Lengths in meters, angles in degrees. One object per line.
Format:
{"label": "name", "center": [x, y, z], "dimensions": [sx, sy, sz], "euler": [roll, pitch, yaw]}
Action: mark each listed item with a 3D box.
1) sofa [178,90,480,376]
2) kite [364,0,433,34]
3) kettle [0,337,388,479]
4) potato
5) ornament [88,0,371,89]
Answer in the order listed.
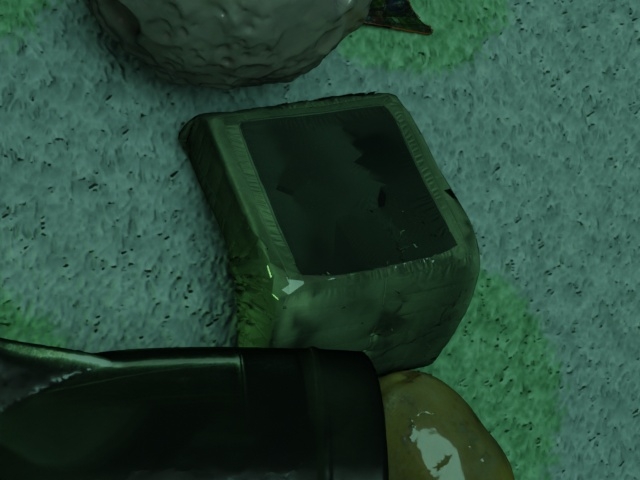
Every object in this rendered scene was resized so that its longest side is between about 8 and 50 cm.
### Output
{"label": "sofa", "center": [0.000, 0.000, 0.928], "dimensions": [0.210, 0.176, 0.225], "euler": [-13, 58, -23]}
{"label": "kite", "center": [0.035, -0.261, 1.021], "dimensions": [0.159, 0.010, 0.190], "euler": [-40, 99, -24]}
{"label": "kettle", "center": [-0.135, 0.221, 0.774], "dimensions": [0.324, 0.228, 0.320], "euler": [4, 112, -6]}
{"label": "potato", "center": [0.094, 0.194, 0.918], "dimensions": [0.118, 0.109, 0.178], "euler": [-33, 88, 19]}
{"label": "ornament", "center": [-0.067, -0.249, 0.861], "dimensions": [0.259, 0.225, 0.259], "euler": [3, 80, -20]}
